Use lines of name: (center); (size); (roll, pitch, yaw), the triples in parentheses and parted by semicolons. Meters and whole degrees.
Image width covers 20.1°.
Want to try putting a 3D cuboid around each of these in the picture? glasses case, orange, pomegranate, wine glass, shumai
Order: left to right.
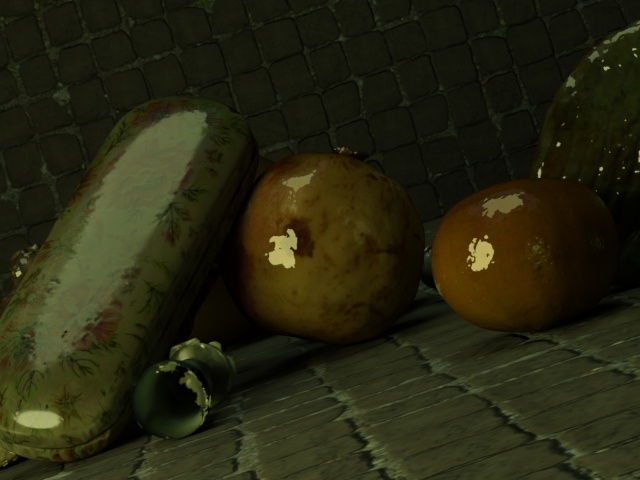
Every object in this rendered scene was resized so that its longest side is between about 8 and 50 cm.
glasses case: (-0.193, 0.026, 1.737); (0.156, 0.098, 0.425); (9, 53, 22)
wine glass: (-0.121, 0.130, 1.612); (0.072, 0.072, 0.155); (-18, 2, 7)
pomegranate: (0.000, 0.000, 1.842); (0.215, 0.215, 0.215); (-18, 2, 1)
orange: (0.168, 0.015, 1.476); (0.156, 0.124, 0.156); (-13, -15, -3)
shumai: (0.309, -0.081, 1.627); (0.271, 0.222, 0.203); (-27, -4, 14)

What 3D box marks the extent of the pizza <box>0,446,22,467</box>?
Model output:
pizza: (-0.392, 0.206, 1.765); (0.161, 0.086, 0.305); (-15, 5, 45)

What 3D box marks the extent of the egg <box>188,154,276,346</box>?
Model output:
egg: (-0.157, 0.019, 2.341); (0.322, 0.250, 0.250); (-30, 5, -16)

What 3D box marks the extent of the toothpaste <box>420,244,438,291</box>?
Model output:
toothpaste: (0.179, 0.034, 1.910); (0.089, 0.057, 0.234); (-16, 9, -23)

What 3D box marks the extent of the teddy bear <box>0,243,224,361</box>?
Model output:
teddy bear: (-0.227, 0.029, 1.895); (0.246, 0.296, 0.222); (10, -17, 30)
